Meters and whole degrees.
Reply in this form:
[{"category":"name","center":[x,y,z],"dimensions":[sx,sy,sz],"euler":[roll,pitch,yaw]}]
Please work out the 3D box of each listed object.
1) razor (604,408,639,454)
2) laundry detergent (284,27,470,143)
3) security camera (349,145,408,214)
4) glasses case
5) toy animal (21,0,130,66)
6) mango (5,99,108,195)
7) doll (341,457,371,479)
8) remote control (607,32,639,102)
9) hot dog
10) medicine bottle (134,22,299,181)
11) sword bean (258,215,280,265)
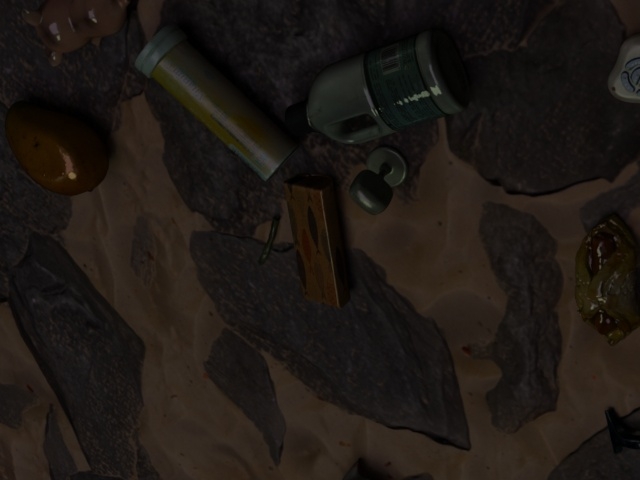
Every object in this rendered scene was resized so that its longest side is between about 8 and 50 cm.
[{"category":"razor","center":[0.432,0.237,1.367],"dimensions":[0.190,0.033,0.066],"euler":[-2,117,30]},{"category":"laundry detergent","center":[0.054,-0.164,1.320],"dimensions":[0.225,0.070,0.099],"euler":[-15,115,35]},{"category":"security camera","center":[0.063,-0.066,1.359],"dimensions":[0.058,0.092,0.058],"euler":[15,126,21]},{"category":"glasses case","center":[0.000,0.000,1.469],"dimensions":[0.064,0.041,0.170],"euler":[12,124,37]},{"category":"toy animal","center":[-0.301,-0.281,1.447],"dimensions":[0.150,0.089,0.083],"euler":[-20,103,27]},{"category":"mango","center":[-0.363,-0.121,1.573],"dimensions":[0.165,0.089,0.115],"euler":[19,124,23]},{"category":"doll","center":[0.072,0.416,1.630],"dimensions":[0.107,0.110,0.181],"euler":[-35,101,19]},{"category":"remote control","center":[0.356,-0.159,1.175],"dimensions":[0.122,0.032,0.074],"euler":[26,128,15]},{"category":"hot dog","center":[0.320,0.056,1.304],"dimensions":[0.078,0.061,0.169],"euler":[4,119,30]},{"category":"medicine bottle","center":[-0.126,-0.167,1.423],"dimensions":[0.218,0.074,0.074],"euler":[43,130,-2]},{"category":"sword bean","center":[-0.067,0.001,1.526],"dimensions":[0.012,0.012,0.083],"euler":[29,127,12]}]
